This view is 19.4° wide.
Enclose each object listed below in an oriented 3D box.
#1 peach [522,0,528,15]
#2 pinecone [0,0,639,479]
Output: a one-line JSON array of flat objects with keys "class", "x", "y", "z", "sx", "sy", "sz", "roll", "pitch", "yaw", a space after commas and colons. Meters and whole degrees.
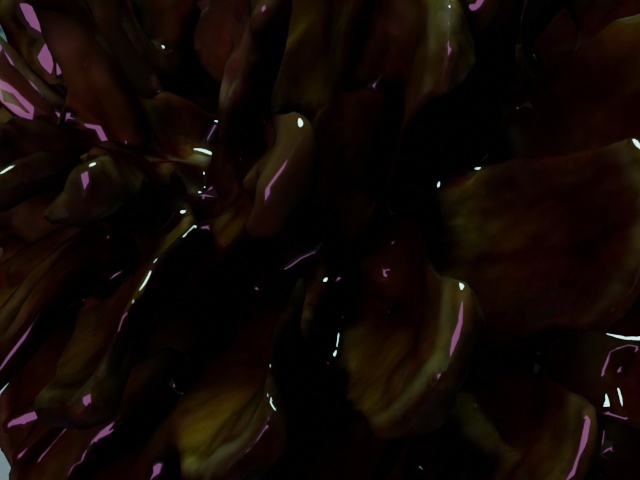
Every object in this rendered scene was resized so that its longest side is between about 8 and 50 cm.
[{"class": "peach", "x": 0.037, "y": -0.199, "z": 1.080, "sx": 0.235, "sy": 0.214, "sz": 0.214, "roll": 43, "pitch": 98, "yaw": 3}, {"class": "pinecone", "x": 0.000, "y": 0.000, "z": 0.817, "sx": 0.397, "sy": 0.397, "sz": 0.398, "roll": -8, "pitch": 73, "yaw": 25}]
